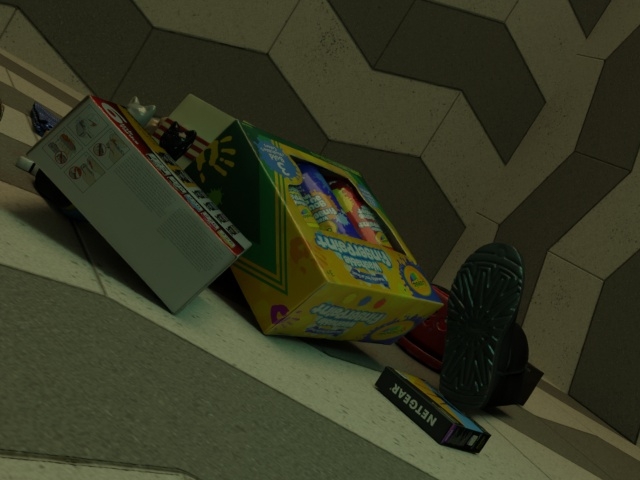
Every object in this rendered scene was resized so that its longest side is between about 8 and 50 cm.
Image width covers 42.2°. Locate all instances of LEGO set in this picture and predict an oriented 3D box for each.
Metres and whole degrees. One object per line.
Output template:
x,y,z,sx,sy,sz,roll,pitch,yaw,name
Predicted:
-0.477,-0.154,1.580,0.093,0.087,0.227,31,6,0,LEGO set

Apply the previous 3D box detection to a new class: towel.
-0.613,-0.260,2.101,0.243,0.040,0.336,30,5,-27,towel

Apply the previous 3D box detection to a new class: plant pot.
0.305,0.229,2.100,0.191,0.174,0.191,31,5,-3,plant pot

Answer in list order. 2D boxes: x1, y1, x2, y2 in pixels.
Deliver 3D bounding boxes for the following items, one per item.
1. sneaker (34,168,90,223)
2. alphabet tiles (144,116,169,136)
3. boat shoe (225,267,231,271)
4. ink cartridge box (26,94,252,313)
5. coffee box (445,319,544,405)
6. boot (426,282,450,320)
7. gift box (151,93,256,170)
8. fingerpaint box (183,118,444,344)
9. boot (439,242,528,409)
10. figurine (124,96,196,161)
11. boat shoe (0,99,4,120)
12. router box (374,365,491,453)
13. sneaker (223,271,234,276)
-0.416,-0.081,1.392,0.082,0.069,0.209,43,-4,-42,sneaker
-0.369,-0.224,2.149,0.278,0.021,0.284,-6,-30,11,alphabet tiles
-0.273,-0.052,1.603,0.340,0.127,0.113,36,5,26,boat shoe
-0.260,-0.060,1.282,0.309,0.130,0.272,48,4,-3,ink cartridge box
0.482,0.340,2.420,0.168,0.118,0.297,30,5,-33,coffee box
0.196,0.107,2.273,0.338,0.118,0.222,13,24,-11,boot
-0.254,-0.138,1.936,0.258,0.276,0.255,30,-10,29,gift box
0.000,0.000,1.594,0.445,0.163,0.371,16,39,-55,fingerpaint box
0.413,0.209,1.899,0.146,0.366,0.445,18,0,28,boot
-0.381,-0.184,1.752,0.215,0.209,0.092,34,5,27,figurine
-0.673,-0.276,1.665,0.073,0.073,0.207,24,9,-46,boat shoe
0.197,0.299,1.463,0.133,0.046,0.179,26,7,-47,router box
-0.121,0.060,1.683,0.281,0.106,0.162,21,11,-3,sneaker
